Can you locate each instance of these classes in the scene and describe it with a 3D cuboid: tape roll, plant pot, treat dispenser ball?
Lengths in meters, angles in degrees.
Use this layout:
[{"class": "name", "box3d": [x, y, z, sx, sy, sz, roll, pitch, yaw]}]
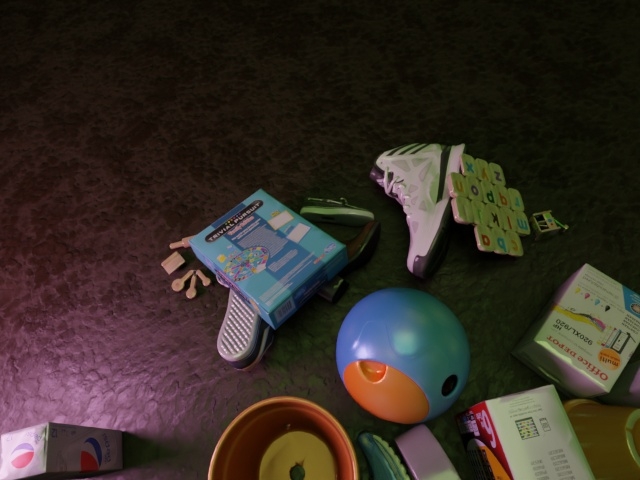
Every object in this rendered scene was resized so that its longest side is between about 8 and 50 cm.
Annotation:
[{"class": "tape roll", "box3d": [0.229, 0.486, 0.851, 0.072, 0.219, 0.219, -25, 63, -6]}, {"class": "plant pot", "box3d": [-0.063, 0.491, 0.893, 0.290, 0.204, 0.291, -2, 63, 5]}, {"class": "plant pot", "box3d": [0.574, 0.407, 0.835, 0.204, 0.188, 0.205, 7, 60, -13]}, {"class": "treat dispenser ball", "box3d": [0.177, 0.247, 0.939, 0.287, 0.288, 0.289, -3, 63, 5]}]

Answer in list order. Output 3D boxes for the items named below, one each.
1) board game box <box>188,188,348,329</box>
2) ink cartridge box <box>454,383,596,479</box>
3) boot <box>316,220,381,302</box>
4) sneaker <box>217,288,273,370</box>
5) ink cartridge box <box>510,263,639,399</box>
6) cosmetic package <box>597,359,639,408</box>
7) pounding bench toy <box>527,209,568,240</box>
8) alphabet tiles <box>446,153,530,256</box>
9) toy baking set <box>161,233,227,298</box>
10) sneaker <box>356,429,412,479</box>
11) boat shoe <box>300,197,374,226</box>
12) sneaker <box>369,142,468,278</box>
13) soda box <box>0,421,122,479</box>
[{"class": "board game box", "box3d": [-0.137, 0.031, 1.102, 0.253, 0.079, 0.336, -40, 54, -23]}, {"class": "ink cartridge box", "box3d": [0.383, 0.442, 0.804, 0.129, 0.309, 0.272, -14, 62, 0]}, {"class": "boot", "box3d": [0.000, 0.000, 1.203, 0.280, 0.096, 0.264, 33, 88, 26]}, {"class": "sneaker", "box3d": [-0.174, 0.180, 1.113, 0.126, 0.128, 0.321, 6, 52, 15]}, {"class": "ink cartridge box", "box3d": [0.592, 0.212, 0.975, 0.171, 0.168, 0.233, 37, 74, 21]}, {"class": "cosmetic package", "box3d": [0.690, 0.313, 0.877, 0.117, 0.231, 0.086, 32, 71, 20]}, {"class": "pounding bench toy", "box3d": [0.623, -0.047, 1.167, 0.083, 0.052, 0.065, -12, 62, 1]}, {"class": "alphabet tiles", "box3d": [0.449, -0.093, 1.136, 0.283, 0.021, 0.278, 8, 65, -30]}, {"class": "toy baking set", "box3d": [-0.330, 0.062, 1.242, 0.256, 0.030, 0.197, -19, 66, -3]}, {"class": "sneaker", "box3d": [0.135, 0.564, 0.875, 0.147, 0.130, 0.330, -18, 63, -5]}, {"class": "boat shoe", "box3d": [0.050, -0.092, 1.244, 0.219, 0.078, 0.070, 7, 65, 12]}, {"class": "sneaker", "box3d": [0.248, -0.102, 1.202, 0.257, 0.169, 0.448, 11, 57, 21]}, {"class": "soda box", "box3d": [-0.540, 0.458, 0.919, 0.097, 0.286, 0.091, -14, 62, -2]}]
